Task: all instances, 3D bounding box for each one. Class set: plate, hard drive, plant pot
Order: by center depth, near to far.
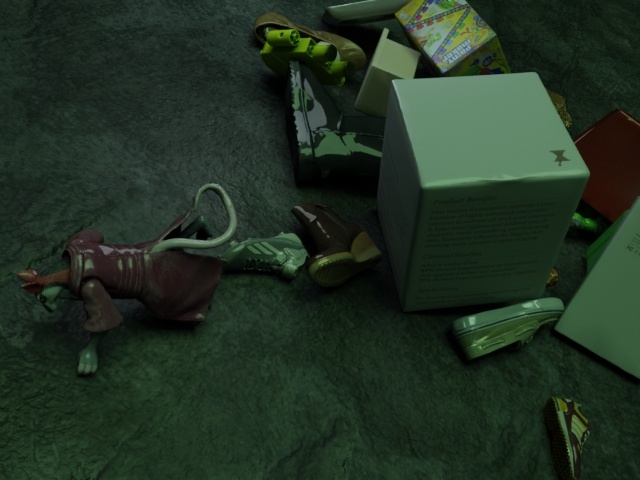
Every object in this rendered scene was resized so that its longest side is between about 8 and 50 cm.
[{"bbox_3d":[0.722,0.110,1.666,0.233,0.353,0.047,31,12,7],"label":"hard drive"},{"bbox_3d":[0.810,-0.210,2.010,0.267,0.235,0.267,42,24,18],"label":"plant pot"},{"bbox_3d":[0.149,-0.690,2.239,0.278,0.045,0.277,-8,12,-2],"label":"plate"}]

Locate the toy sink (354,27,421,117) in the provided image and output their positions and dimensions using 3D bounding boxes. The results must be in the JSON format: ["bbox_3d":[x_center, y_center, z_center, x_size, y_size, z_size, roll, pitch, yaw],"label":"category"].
[{"bbox_3d":[0.200,-0.472,2.116,0.131,0.153,0.234,21,43,-3],"label":"toy sink"}]

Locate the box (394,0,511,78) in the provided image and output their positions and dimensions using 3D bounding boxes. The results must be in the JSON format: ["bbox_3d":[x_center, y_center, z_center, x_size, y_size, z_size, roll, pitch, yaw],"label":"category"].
[{"bbox_3d":[0.396,-0.544,2.149,0.279,0.177,0.290,61,11,31],"label":"box"}]

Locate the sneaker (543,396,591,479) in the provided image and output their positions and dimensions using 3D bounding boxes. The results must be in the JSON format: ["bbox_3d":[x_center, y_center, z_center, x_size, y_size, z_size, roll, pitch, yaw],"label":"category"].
[{"bbox_3d":[0.510,0.398,1.484,0.084,0.069,0.185,9,47,-8],"label":"sneaker"}]

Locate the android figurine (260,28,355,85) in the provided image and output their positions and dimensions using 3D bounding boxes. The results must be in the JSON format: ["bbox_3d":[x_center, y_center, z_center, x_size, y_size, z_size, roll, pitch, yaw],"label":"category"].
[{"bbox_3d":[-0.045,-0.479,1.972,0.273,0.056,0.248,12,-11,43],"label":"android figurine"}]

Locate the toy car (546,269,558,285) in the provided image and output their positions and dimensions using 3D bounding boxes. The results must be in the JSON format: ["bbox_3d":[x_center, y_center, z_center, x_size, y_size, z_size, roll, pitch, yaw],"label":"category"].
[{"bbox_3d":[0.555,0.059,1.845,0.060,0.040,0.122,4,48,-20],"label":"toy car"}]

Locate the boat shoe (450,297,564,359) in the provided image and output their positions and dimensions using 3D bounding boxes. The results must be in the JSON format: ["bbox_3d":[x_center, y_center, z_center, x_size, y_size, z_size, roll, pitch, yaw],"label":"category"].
[{"bbox_3d":[0.418,0.194,1.633,0.302,0.109,0.094,-10,78,-26],"label":"boat shoe"}]

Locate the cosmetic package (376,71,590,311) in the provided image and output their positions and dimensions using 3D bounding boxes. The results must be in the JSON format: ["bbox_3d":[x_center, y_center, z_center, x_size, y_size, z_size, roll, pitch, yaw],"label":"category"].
[{"bbox_3d":[0.318,-0.100,1.588,0.329,0.393,0.327,-4,49,-6],"label":"cosmetic package"}]

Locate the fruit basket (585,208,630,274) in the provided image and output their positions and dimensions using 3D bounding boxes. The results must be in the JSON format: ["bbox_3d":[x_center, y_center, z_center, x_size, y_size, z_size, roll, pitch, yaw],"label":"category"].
[{"bbox_3d":[0.878,0.045,1.820,0.392,0.283,0.392,5,60,-9],"label":"fruit basket"}]

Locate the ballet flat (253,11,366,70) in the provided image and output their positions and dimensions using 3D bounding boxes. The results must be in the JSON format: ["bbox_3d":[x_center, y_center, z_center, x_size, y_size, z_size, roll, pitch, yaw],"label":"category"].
[{"bbox_3d":[-0.042,-0.551,2.106,0.342,0.116,0.124,26,36,5],"label":"ballet flat"}]

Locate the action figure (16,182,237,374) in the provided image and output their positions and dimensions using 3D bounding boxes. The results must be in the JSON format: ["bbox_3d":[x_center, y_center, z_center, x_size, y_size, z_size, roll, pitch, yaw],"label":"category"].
[{"bbox_3d":[-0.339,0.062,1.310,0.370,0.276,0.248,-2,54,-43],"label":"action figure"}]

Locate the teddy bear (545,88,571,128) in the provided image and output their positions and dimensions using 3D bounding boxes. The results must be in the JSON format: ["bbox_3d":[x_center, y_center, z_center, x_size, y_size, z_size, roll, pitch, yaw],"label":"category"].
[{"bbox_3d":[0.615,-0.323,2.204,0.245,0.113,0.338,20,51,6],"label":"teddy bear"}]

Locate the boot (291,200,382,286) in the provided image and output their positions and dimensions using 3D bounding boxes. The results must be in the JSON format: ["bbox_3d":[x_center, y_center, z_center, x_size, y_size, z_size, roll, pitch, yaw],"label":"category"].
[{"bbox_3d":[0.000,0.000,1.618,0.207,0.090,0.248,42,30,25],"label":"boot"}]

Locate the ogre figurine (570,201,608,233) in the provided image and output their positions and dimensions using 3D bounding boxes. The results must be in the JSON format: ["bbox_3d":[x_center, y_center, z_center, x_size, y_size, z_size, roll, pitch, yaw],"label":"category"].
[{"bbox_3d":[0.669,-0.087,1.996,0.118,0.097,0.197,-5,61,-42],"label":"ogre figurine"}]

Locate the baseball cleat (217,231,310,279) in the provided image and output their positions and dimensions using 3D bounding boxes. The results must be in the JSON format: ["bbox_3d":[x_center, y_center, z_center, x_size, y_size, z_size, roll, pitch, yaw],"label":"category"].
[{"bbox_3d":[-0.110,0.040,1.553,0.206,0.072,0.109,-19,58,-35],"label":"baseball cleat"}]

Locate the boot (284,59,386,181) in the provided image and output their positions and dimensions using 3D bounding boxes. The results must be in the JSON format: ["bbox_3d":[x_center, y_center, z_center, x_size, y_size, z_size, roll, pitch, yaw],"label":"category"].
[{"bbox_3d":[0.141,-0.301,1.891,0.445,0.146,0.367,-2,61,-11],"label":"boot"}]
